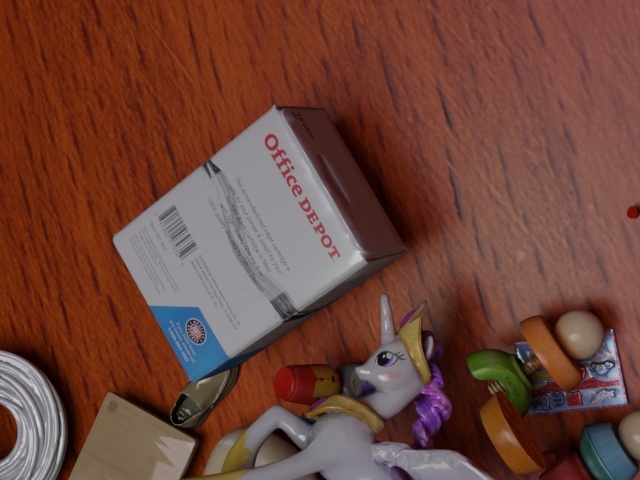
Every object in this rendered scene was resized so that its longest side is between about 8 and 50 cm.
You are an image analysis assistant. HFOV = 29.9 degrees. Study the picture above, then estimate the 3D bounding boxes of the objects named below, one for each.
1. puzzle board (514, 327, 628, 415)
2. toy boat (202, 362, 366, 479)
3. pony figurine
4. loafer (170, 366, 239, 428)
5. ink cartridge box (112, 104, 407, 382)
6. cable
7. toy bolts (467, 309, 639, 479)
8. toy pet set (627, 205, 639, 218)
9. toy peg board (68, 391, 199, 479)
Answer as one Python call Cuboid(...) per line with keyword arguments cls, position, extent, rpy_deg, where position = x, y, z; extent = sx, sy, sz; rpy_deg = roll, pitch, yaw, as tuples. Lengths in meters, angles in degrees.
Cuboid(cls="puzzle board", position=(0.310, 0.165, 1.490), extent=(0.128, 0.011, 0.096), rpy_deg=(-11, 93, 26))
Cuboid(cls="toy boat", position=(-0.031, 0.306, 1.594), extent=(0.267, 0.148, 0.318), rpy_deg=(38, 112, 49))
Cuboid(cls="pony figurine", position=(0.072, 0.289, 1.412), extent=(0.363, 0.303, 0.351), rpy_deg=(-38, 89, -14))
Cuboid(cls="loafer", position=(-0.165, 0.214, 1.701), extent=(0.056, 0.050, 0.148), rpy_deg=(35, 111, 16))
Cuboid(cls="ink cartridge box", position=(-0.080, 0.004, 1.523), extent=(0.307, 0.129, 0.223), rpy_deg=(-36, 78, 27))
Cuboid(cls="cable", position=(-0.506, 0.293, 1.810), extent=(0.257, 0.089, 0.257), rpy_deg=(-37, 85, -4))
Cuboid(cls="toy bolts", position=(0.301, 0.207, 1.397), extent=(0.158, 0.218, 0.228), rpy_deg=(-34, 100, 14))
Cuboid(cls="toy pet set", position=(0.432, -0.064, 1.386), extent=(0.114, 0.065, 0.122), rpy_deg=(34, 111, 55))
Cuboid(cls="toy peg board", position=(-0.263, 0.328, 1.761), extent=(0.161, 0.079, 0.161), rpy_deg=(25, 93, 21))
